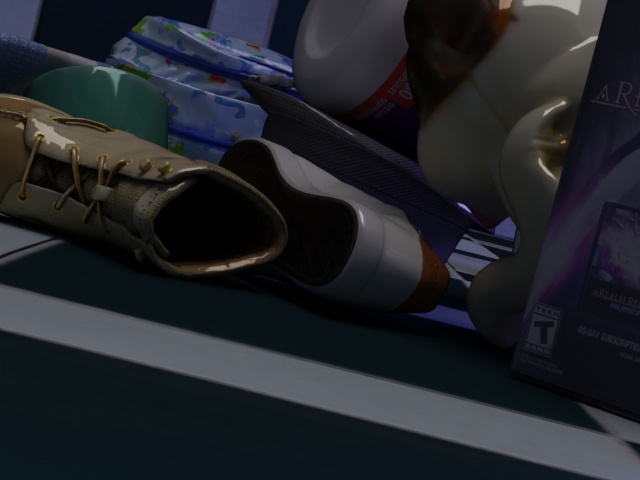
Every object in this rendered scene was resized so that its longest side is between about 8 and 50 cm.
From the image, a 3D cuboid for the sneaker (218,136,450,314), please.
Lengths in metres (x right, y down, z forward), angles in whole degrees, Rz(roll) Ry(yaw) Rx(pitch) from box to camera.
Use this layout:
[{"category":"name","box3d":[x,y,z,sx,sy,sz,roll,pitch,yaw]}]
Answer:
[{"category":"sneaker","box3d":[0.000,0.000,1.140,0.123,0.106,0.290,23,7,-31]}]

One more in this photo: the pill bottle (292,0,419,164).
[{"category":"pill bottle","box3d":[0.145,-0.142,1.321,0.323,0.181,0.181,26,-2,-27]}]

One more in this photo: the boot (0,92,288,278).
[{"category":"boot","box3d":[-0.172,-0.040,1.061,0.262,0.095,0.203,16,4,-30]}]

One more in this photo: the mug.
[{"category":"mug","box3d":[-0.200,-0.070,1.244,0.129,0.097,0.157,4,-27,-9]}]

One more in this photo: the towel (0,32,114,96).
[{"category":"towel","box3d":[-0.344,-0.123,1.244,0.285,0.034,0.209,11,-33,-43]}]

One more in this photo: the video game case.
[{"category":"video game case","box3d":[0.233,-0.021,0.868,0.196,0.274,0.026,17,6,40]}]

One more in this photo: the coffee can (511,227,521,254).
[{"category":"coffee can","box3d":[0.400,-0.008,1.792,0.275,0.201,0.201,15,4,16]}]

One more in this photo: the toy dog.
[{"category":"toy dog","box3d":[0.234,-0.081,1.048,0.408,0.395,0.284,26,22,37]}]

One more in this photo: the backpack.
[{"category":"backpack","box3d":[-0.103,-0.136,1.746,0.356,0.273,0.290,1,14,-12]}]

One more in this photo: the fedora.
[{"category":"fedora","box3d":[0.023,-0.031,1.313,0.275,0.124,0.244,26,0,-31]}]
